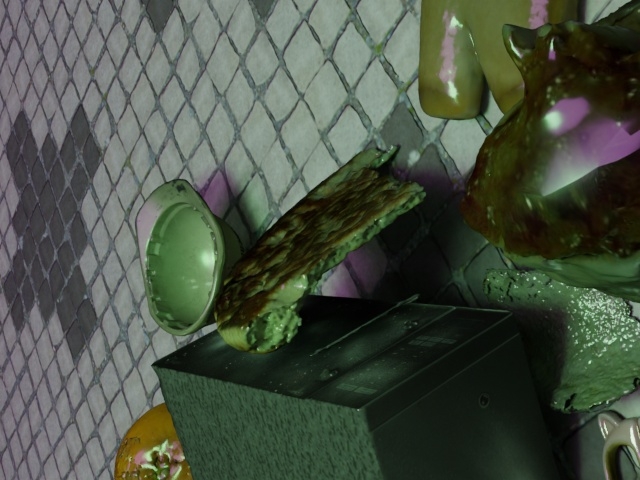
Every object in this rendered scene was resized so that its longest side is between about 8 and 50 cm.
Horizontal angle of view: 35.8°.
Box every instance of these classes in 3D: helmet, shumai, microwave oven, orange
[{"bbox_3d":[-0.191,0.033,1.638,0.204,0.137,0.257,-29,66,37],"label":"helmet"},{"bbox_3d":[0.280,-0.085,0.872,0.397,0.323,0.324,4,96,52],"label":"shumai"},{"bbox_3d":[0.042,0.262,1.196,0.432,0.236,0.374,0,112,54],"label":"microwave oven"},{"bbox_3d":[-0.211,0.377,1.608,0.246,0.246,0.246,3,93,53],"label":"orange"}]

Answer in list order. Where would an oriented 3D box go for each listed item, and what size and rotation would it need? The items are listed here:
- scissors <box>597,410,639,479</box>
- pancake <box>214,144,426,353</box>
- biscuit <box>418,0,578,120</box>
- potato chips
[{"bbox_3d":[0.366,0.322,1.013,0.160,0.024,0.317,-30,68,49],"label":"scissors"},{"bbox_3d":[-0.005,0.003,1.244,0.067,0.305,0.427,53,-173,-12],"label":"pancake"},{"bbox_3d":[0.206,-0.287,1.173,0.237,0.062,0.291,12,100,52],"label":"biscuit"},{"bbox_3d":[0.271,0.100,1.106,0.167,0.059,0.228,-56,44,29],"label":"potato chips"}]
